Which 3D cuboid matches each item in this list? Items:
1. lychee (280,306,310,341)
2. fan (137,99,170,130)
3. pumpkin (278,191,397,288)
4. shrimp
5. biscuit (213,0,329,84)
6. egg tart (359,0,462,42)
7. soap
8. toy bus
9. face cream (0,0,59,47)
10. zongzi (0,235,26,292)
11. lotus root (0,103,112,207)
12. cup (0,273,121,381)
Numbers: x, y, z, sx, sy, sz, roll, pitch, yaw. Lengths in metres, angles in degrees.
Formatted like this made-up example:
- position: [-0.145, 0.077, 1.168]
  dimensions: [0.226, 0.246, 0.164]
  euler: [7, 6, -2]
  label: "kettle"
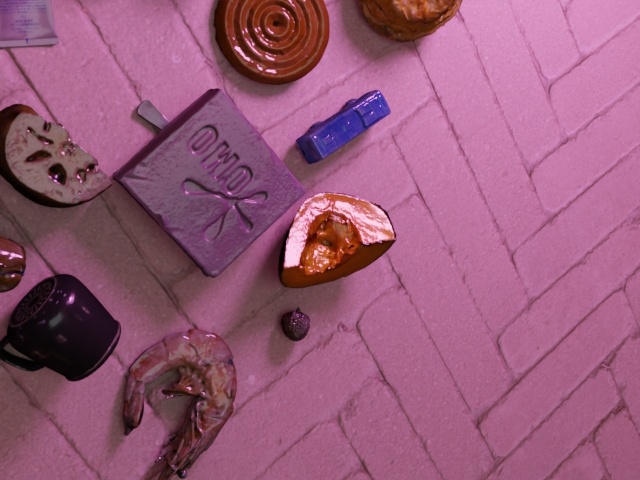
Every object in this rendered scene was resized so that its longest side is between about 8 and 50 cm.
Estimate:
- position: [-0.057, 0.193, 1.738]
  dimensions: [0.067, 0.068, 0.083]
  euler: [1, 101, 12]
  label: "lychee"
- position: [-0.304, -0.221, 1.583]
  dimensions: [0.193, 0.016, 0.038]
  euler: [41, 76, -25]
  label: "fan"
- position: [0.000, 0.000, 1.735]
  dimensions: [0.312, 0.148, 0.169]
  euler: [-14, 61, -31]
  label: "pumpkin"
- position: [-0.310, 0.361, 1.611]
  dimensions: [0.247, 0.085, 0.360]
  euler: [22, 81, -20]
  label: "shrimp"
- position: [-0.100, -0.467, 1.637]
  dimensions: [0.262, 0.037, 0.261]
  euler: [-3, 99, -20]
  label: "biscuit"
- position: [0.218, -0.592, 1.722]
  dimensions: [0.294, 0.123, 0.294]
  euler: [-7, 121, -12]
  label: "egg tart"
- position: [-0.229, -0.117, 1.571]
  dimensions: [0.285, 0.107, 0.296]
  euler: [-45, 114, -8]
  label: "soap"
- position: [0.058, -0.261, 1.734]
  dimensions: [0.236, 0.094, 0.079]
  euler: [-36, 111, -21]
  label: "toy bus"
- position: [-0.557, -0.475, 1.398]
  dimensions: [0.114, 0.070, 0.224]
  euler: [-11, 113, -27]
  label: "face cream"
- position: [-0.698, 0.094, 1.346]
  dimensions: [0.260, 0.123, 0.289]
  euler: [28, 91, -31]
  label: "zongzi"
- position: [-0.514, -0.142, 1.414]
  dimensions: [0.235, 0.119, 0.138]
  euler: [43, 75, -28]
  label: "lotus root"
- position: [-0.506, 0.181, 1.446]
  dimensions: [0.223, 0.169, 0.176]
  euler: [-34, 123, 15]
  label: "cup"
